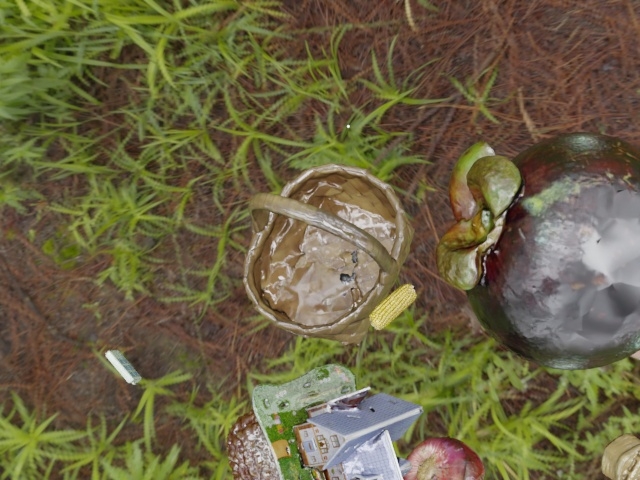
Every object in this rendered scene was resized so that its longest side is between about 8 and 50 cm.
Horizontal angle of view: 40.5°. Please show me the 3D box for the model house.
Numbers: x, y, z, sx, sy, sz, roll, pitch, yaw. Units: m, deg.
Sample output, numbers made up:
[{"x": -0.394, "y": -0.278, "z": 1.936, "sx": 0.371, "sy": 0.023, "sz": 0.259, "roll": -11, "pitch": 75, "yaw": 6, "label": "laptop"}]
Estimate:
[{"x": 0.029, "y": 0.182, "z": 0.720, "sx": 0.117, "sy": 0.088, "sz": 0.167, "roll": -9, "pitch": 79, "yaw": -36, "label": "model house"}]

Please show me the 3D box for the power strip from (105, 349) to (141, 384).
[{"x": -0.402, "y": 0.257, "z": 1.769, "sx": 0.016, "sy": 0.040, "sz": 0.090, "roll": -46, "pitch": 74, "yaw": 6, "label": "power strip"}]

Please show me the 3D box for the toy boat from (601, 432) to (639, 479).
[{"x": 0.670, "y": 0.481, "z": 1.881, "sx": 0.188, "sy": 0.061, "sz": 0.116, "roll": 32, "pitch": 93, "yaw": -45, "label": "toy boat"}]

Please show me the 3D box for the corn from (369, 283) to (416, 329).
[{"x": 0.117, "y": 0.107, "z": 1.406, "sx": 0.092, "sy": 0.037, "sz": 0.037, "roll": -40, "pitch": 95, "yaw": -7, "label": "corn"}]

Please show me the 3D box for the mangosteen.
[{"x": 0.276, "y": 0.009, "z": 0.996, "sx": 0.288, "sy": 0.288, "sz": 0.288, "roll": 0, "pitch": 98, "yaw": 2, "label": "mangosteen"}]

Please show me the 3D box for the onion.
[{"x": 0.209, "y": 0.406, "z": 1.419, "sx": 0.150, "sy": 0.150, "sz": 0.140, "roll": -37, "pitch": 121, "yaw": 6, "label": "onion"}]

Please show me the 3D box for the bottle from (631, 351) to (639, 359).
[{"x": 0.686, "y": 0.181, "z": 1.827, "sx": 0.297, "sy": 0.206, "sz": 0.173, "roll": 20, "pitch": 53, "yaw": -14, "label": "bottle"}]

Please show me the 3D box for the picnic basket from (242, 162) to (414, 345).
[{"x": 0.000, "y": 0.000, "z": 1.557, "sx": 0.293, "sy": 0.337, "sz": 0.337, "roll": 21, "pitch": 98, "yaw": 20, "label": "picnic basket"}]

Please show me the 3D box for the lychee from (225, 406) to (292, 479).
[{"x": -0.086, "y": 0.473, "z": 1.899, "sx": 0.236, "sy": 0.236, "sz": 0.271, "roll": -31, "pitch": 125, "yaw": 5, "label": "lychee"}]
